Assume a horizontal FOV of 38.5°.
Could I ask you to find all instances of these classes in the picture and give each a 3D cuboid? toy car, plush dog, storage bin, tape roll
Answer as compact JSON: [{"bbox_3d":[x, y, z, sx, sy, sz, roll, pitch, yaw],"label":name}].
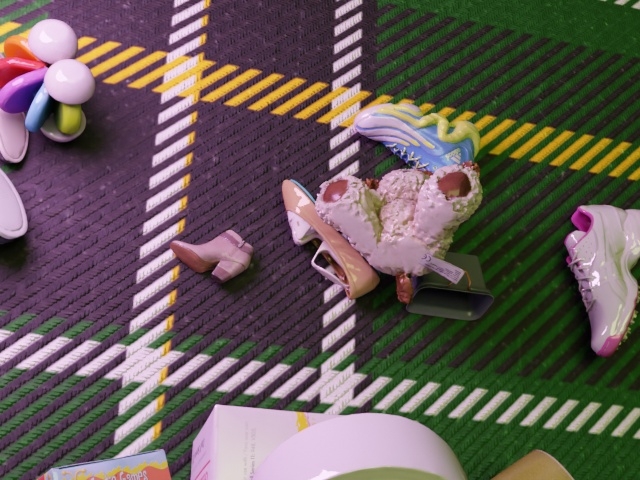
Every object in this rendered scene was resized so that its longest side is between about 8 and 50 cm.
[{"bbox_3d":[-0.437,-0.242,1.421,0.136,0.159,0.182,-16,71,-30],"label":"toy car"},{"bbox_3d":[0.147,-0.041,1.481,0.262,0.210,0.225,-4,29,20],"label":"plush dog"},{"bbox_3d":[0.212,0.065,1.524,0.135,0.098,0.091,7,53,-14],"label":"storage bin"},{"bbox_3d":[0.052,0.351,1.116,0.286,0.286,0.100,8,25,-13],"label":"tape roll"}]

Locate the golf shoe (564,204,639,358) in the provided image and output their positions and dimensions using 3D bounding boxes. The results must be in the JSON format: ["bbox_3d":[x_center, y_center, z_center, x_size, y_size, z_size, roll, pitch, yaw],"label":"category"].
[{"bbox_3d":[0.485,0.063,1.605,0.140,0.115,0.306,18,55,4],"label":"golf shoe"}]

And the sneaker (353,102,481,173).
[{"bbox_3d":[0.176,-0.164,1.616,0.240,0.091,0.126,6,65,-15],"label":"sneaker"}]

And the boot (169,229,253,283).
[{"bbox_3d":[-0.168,0.014,1.460,0.118,0.042,0.087,36,54,1],"label":"boot"}]

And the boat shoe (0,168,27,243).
[{"bbox_3d":[-0.554,-0.102,1.368,0.302,0.091,0.114,52,18,12],"label":"boat shoe"}]

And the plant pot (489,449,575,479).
[{"bbox_3d":[0.233,0.476,1.256,0.293,0.275,0.275,-23,74,-10],"label":"plant pot"}]

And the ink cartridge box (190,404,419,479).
[{"bbox_3d":[-0.061,0.312,1.251,0.353,0.207,0.119,7,62,-14],"label":"ink cartridge box"}]

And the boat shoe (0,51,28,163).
[{"bbox_3d":[-0.520,-0.208,1.455,0.065,0.075,0.206,-23,75,20],"label":"boat shoe"}]

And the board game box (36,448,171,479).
[{"bbox_3d":[-0.292,0.366,1.100,0.144,0.275,0.142,-1,65,-38],"label":"board game box"}]

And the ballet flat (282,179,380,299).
[{"bbox_3d":[0.000,0.000,1.496,0.073,0.080,0.232,-41,81,-15],"label":"ballet flat"}]
